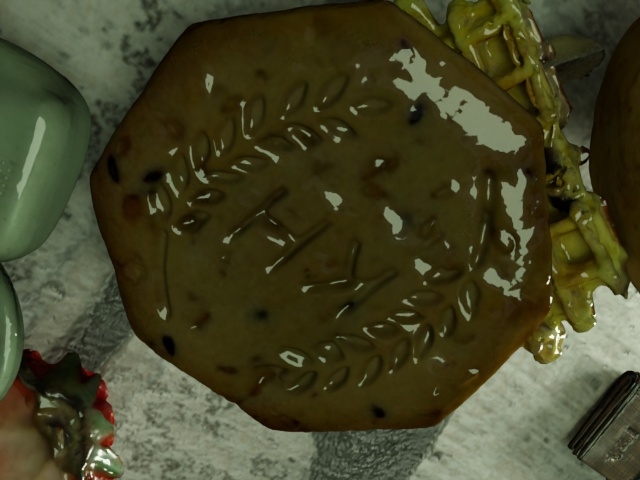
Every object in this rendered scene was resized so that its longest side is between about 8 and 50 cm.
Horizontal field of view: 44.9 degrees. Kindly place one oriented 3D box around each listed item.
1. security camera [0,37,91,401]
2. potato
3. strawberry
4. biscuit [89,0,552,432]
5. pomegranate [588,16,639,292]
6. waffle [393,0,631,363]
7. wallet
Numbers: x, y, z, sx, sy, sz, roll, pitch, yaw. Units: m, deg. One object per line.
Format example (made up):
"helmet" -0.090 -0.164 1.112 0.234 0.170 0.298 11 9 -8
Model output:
"security camera" -0.271 0.001 0.555 0.157 0.080 0.302 27 103 13
"potato" 0.206 -0.160 0.703 0.093 0.036 0.037 -17 154 9
"strawberry" -0.265 0.186 0.651 0.236 0.111 0.190 -25 82 17
"biscuit" 0.000 0.001 0.579 0.358 0.046 0.359 4 114 8
"pomegranate" 0.418 -0.065 0.627 0.409 0.410 0.411 -6 113 -15
"waffle" 0.123 -0.042 0.624 0.283 0.065 0.310 28 123 18
"wallet" 0.403 0.256 0.928 0.230 0.042 0.124 37 94 -27
